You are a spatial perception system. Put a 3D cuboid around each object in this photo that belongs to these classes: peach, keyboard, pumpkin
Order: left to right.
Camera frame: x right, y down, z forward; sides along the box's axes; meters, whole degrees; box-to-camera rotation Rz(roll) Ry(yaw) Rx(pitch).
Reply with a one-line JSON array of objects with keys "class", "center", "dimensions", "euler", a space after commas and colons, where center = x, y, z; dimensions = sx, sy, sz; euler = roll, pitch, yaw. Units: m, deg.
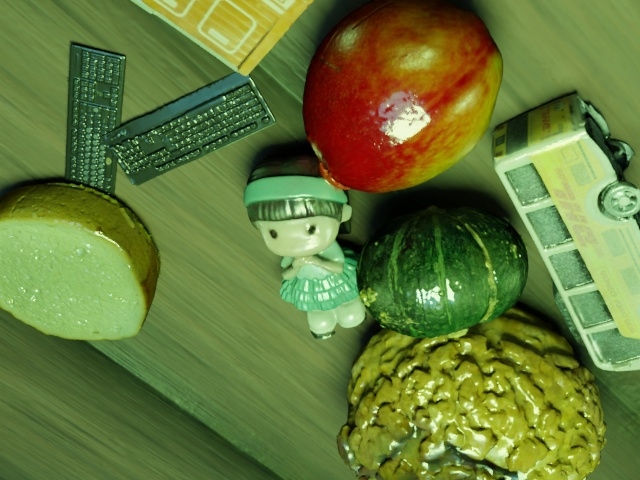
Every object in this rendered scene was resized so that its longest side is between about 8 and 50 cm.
[{"class": "keyboard", "center": [-0.264, -0.130, 0.916], "dimensions": [0.063, 0.010, 0.198], "euler": [13, 126, -4]}, {"class": "keyboard", "center": [-0.152, -0.124, 0.900], "dimensions": [0.196, 0.015, 0.074], "euler": [-21, 124, 17]}, {"class": "peach", "center": [0.069, -0.135, 0.760], "dimensions": [0.197, 0.197, 0.197], "euler": [4, 126, 5]}, {"class": "pumpkin", "center": [0.132, 0.034, 0.876], "dimensions": [0.190, 0.190, 0.146], "euler": [4, 91, 4]}]

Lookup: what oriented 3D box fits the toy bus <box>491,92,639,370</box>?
[{"class": "toy bus", "center": [0.312, 0.005, 0.884], "dimensions": [0.138, 0.097, 0.343], "euler": [-21, 120, 23]}]

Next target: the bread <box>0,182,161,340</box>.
[{"class": "bread", "center": [-0.316, 0.031, 0.999], "dimensions": [0.236, 0.070, 0.236], "euler": [5, 129, 6]}]

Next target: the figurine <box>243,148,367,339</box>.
[{"class": "figurine", "center": [0.000, 0.000, 0.922], "dimensions": [0.137, 0.110, 0.246], "euler": [-14, 126, 6]}]

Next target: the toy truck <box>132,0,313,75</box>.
[{"class": "toy truck", "center": [-0.156, -0.326, 0.665], "dimensions": [0.387, 0.173, 0.207], "euler": [33, 132, -19]}]

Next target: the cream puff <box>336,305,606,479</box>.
[{"class": "cream puff", "center": [0.190, 0.244, 0.993], "dimensions": [0.327, 0.231, 0.343], "euler": [-17, 122, 15]}]
